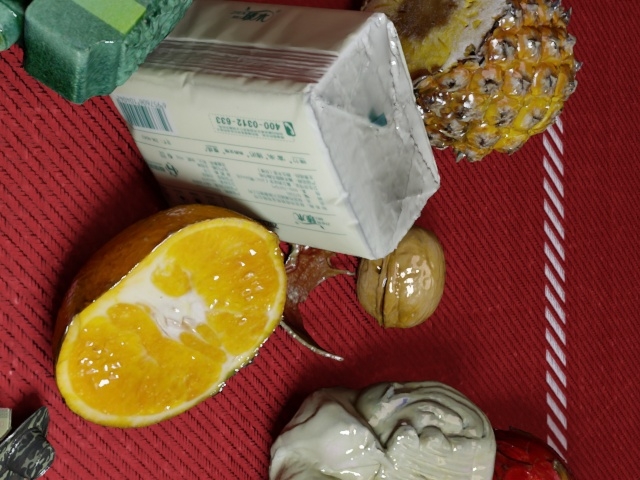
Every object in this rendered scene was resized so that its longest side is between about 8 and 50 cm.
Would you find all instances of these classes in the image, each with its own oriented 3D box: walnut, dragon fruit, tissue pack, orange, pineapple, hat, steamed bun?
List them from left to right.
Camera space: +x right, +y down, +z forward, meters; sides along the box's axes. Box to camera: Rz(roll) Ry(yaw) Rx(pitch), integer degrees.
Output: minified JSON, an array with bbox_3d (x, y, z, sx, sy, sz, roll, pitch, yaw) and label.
[{"bbox_3d":[-0.367,0.269,1.548,0.121,0.050,0.121,-49,157,-28],"label":"hat"},{"bbox_3d":[-0.204,0.100,1.586,0.274,0.274,0.310,37,66,-37],"label":"orange"},{"bbox_3d":[-0.063,-0.149,1.603,0.207,0.380,0.297,-51,137,-31],"label":"tissue pack"},{"bbox_3d":[0.067,0.365,1.860,0.339,0.247,0.352,13,99,-26],"label":"steamed bun"},{"bbox_3d":[0.132,0.057,1.979,0.144,0.144,0.180,18,87,-42],"label":"walnut"},{"bbox_3d":[0.235,-0.300,1.962,0.300,0.352,0.352,44,61,-45],"label":"pineapple"},{"bbox_3d":[0.309,0.468,2.060,0.295,0.295,0.301,-38,96,-37],"label":"dragon fruit"}]

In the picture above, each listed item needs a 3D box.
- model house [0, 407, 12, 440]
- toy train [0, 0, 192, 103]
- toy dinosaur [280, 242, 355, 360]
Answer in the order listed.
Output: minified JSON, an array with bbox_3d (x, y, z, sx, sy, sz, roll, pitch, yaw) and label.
[{"bbox_3d":[-0.430,0.233,1.507,0.083,0.057,0.058,11,78,-45],"label":"model house"},{"bbox_3d":[-0.289,-0.326,1.506,0.238,0.167,0.299,32,63,2],"label":"toy train"},{"bbox_3d":[0.007,-0.003,1.882,0.206,0.113,0.327,49,57,-32],"label":"toy dinosaur"}]
